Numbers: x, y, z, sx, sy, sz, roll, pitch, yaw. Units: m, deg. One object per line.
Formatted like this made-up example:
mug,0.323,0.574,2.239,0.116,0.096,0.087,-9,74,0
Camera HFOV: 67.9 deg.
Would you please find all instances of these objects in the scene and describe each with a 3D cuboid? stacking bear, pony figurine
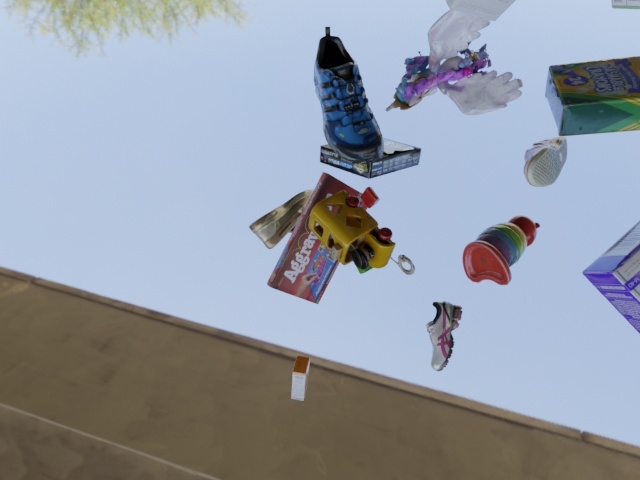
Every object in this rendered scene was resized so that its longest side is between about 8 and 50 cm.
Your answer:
stacking bear,0.645,0.010,1.654,0.289,0.164,0.175,-32,-163,-29
pony figurine,0.385,-0.500,1.408,0.351,0.302,0.363,-20,-164,35

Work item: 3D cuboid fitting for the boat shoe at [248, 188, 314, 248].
boat shoe,-0.101,-0.072,1.587,0.110,0.122,0.341,56,-139,-3

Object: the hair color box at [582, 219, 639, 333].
hair color box,0.626,0.117,0.760,0.185,0.110,0.338,-42,-93,-1

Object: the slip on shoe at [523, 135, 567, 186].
slip on shoe,0.682,-0.245,1.474,0.102,0.122,0.331,2,-155,38

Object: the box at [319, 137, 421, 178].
box,0.134,-0.229,1.276,0.220,0.051,0.175,-21,-145,-40

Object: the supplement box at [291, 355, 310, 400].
supplement box,-0.051,0.357,1.234,0.036,0.098,0.062,8,-149,6

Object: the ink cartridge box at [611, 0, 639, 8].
ink cartridge box,0.484,-0.468,0.648,0.235,0.171,0.056,-51,-136,-6

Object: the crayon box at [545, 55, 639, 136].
crayon box,0.689,-0.327,1.047,0.324,0.083,0.203,-1,-137,15

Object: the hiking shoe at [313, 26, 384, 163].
hiking shoe,0.044,-0.292,0.981,0.113,0.132,0.303,-19,-119,-5

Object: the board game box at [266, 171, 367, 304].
board game box,0.000,0.000,1.087,0.027,0.145,0.281,30,-86,55

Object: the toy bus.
toy bus,0.063,0.000,0.957,0.105,0.190,0.202,-28,-165,-27

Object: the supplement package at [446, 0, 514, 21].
supplement package,0.257,-0.418,0.658,0.105,0.179,0.105,-3,-112,-32

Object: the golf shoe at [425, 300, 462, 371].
golf shoe,0.318,0.254,1.276,0.086,0.067,0.185,16,-103,1
